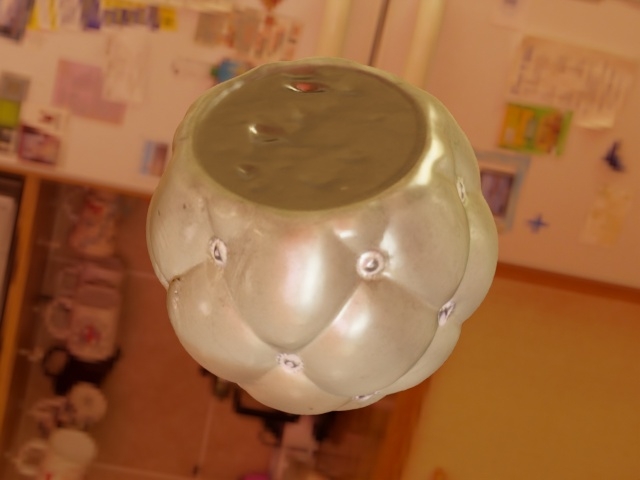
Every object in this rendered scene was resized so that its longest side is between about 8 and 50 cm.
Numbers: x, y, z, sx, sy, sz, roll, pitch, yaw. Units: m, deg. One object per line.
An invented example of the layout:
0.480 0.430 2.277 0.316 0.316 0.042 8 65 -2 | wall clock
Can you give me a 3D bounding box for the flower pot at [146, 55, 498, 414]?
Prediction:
0.000 0.000 0.979 0.246 0.246 0.195 -87 -7 -47 | flower pot
